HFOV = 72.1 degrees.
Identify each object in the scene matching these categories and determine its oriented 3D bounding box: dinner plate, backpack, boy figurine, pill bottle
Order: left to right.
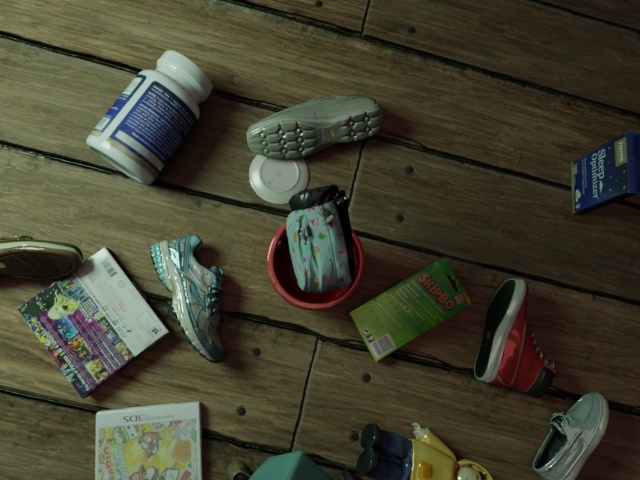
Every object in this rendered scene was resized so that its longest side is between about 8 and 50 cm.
[{"bbox_3d":[-0.359,-0.266,0.949,0.153,0.153,0.265,32,78,0],"label":"pill bottle"},{"bbox_3d":[-0.097,-0.156,1.028,0.141,0.017,0.141,1,80,-4],"label":"dinner plate"},{"bbox_3d":[0.000,0.000,0.779,0.115,0.152,0.182,-11,95,-2],"label":"backpack"},{"bbox_3d":[0.216,0.476,0.896,0.285,0.092,0.177,22,55,-5],"label":"boy figurine"}]

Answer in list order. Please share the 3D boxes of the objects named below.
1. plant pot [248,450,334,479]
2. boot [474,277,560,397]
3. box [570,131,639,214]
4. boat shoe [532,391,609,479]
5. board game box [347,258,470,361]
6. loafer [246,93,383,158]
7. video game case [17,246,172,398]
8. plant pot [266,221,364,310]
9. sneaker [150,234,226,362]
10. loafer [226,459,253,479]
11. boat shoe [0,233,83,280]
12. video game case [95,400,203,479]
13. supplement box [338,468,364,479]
[{"bbox_3d":[-0.074,0.519,0.788,0.165,0.165,0.234,48,38,-15],"label":"plant pot"},{"bbox_3d":[0.464,0.218,0.986,0.176,0.088,0.244,17,86,-3],"label":"boot"},{"bbox_3d":[0.654,-0.151,0.999,0.036,0.225,0.137,5,79,-5],"label":"box"},{"bbox_3d":[0.542,0.422,0.957,0.081,0.079,0.228,35,81,-3],"label":"boat shoe"},{"bbox_3d":[0.202,0.152,0.993,0.259,0.039,0.124,-29,85,-8],"label":"board game box"},{"bbox_3d":[-0.016,-0.270,1.021,0.319,0.112,0.111,-12,45,-9],"label":"loafer"},{"bbox_3d":[-0.466,0.166,0.915,0.210,0.042,0.232,-39,86,-11],"label":"video game case"},{"bbox_3d":[-0.017,0.052,0.917,0.191,0.174,0.191,1,79,-6],"label":"plant pot"},{"bbox_3d":[-0.249,0.114,0.917,0.122,0.110,0.283,-25,83,-13],"label":"sneaker"},{"bbox_3d":[-0.137,0.514,0.883,0.056,0.050,0.148,-44,87,-11],"label":"loafer"},{"bbox_3d":[-0.611,0.021,0.897,0.257,0.095,0.095,-2,41,-2],"label":"boat shoe"},{"bbox_3d":[-0.343,0.453,0.885,0.206,0.026,0.227,-3,80,-6],"label":"video game case"},{"bbox_3d":[0.050,0.579,0.876,0.104,0.081,0.188,33,78,1],"label":"supplement box"}]
